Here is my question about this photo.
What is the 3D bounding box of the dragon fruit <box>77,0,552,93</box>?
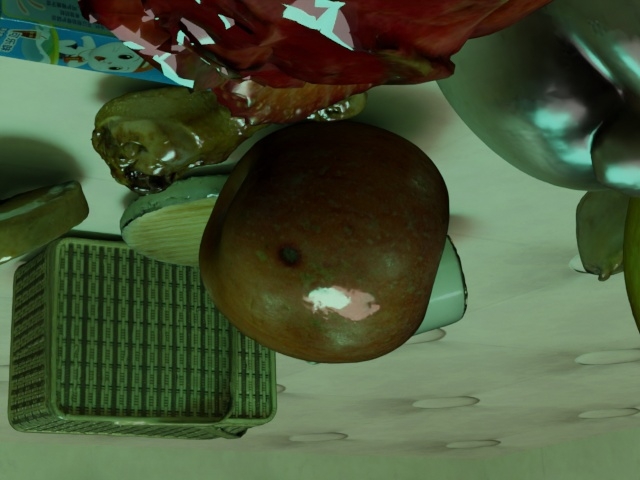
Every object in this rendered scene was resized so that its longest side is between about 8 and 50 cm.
[{"bbox_3d":[0.003,-0.196,0.514,0.301,0.296,0.295,-12,162,17],"label":"dragon fruit"}]

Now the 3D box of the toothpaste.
[{"bbox_3d":[-0.128,-0.157,1.016,0.266,0.050,0.065,6,158,-31],"label":"toothpaste"}]

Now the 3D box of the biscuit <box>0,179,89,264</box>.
[{"bbox_3d":[-0.393,0.013,1.360,0.343,0.057,0.287,-22,-171,10],"label":"biscuit"}]

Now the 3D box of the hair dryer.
[{"bbox_3d":[0.030,0.072,1.690,0.203,0.128,0.362,-16,180,-16],"label":"hair dryer"}]

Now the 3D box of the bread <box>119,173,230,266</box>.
[{"bbox_3d":[-0.095,-0.022,1.487,0.266,0.041,0.267,-4,163,-1],"label":"bread"}]

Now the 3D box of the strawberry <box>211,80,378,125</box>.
[{"bbox_3d":[-0.019,-0.168,0.935,0.175,0.107,0.236,-43,158,2],"label":"strawberry"}]

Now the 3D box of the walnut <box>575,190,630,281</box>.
[{"bbox_3d":[0.383,-0.030,1.391,0.204,0.141,0.238,-27,153,27],"label":"walnut"}]

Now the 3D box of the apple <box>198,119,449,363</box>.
[{"bbox_3d":[0.000,0.000,1.256,0.253,0.254,0.253,-3,163,-1],"label":"apple"}]

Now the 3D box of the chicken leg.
[{"bbox_3d":[-0.083,-0.107,1.148,0.251,0.107,0.087,-13,119,9],"label":"chicken leg"}]

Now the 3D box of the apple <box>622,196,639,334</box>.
[{"bbox_3d":[0.450,-0.009,1.115,0.383,0.374,0.374,-7,164,-12],"label":"apple"}]

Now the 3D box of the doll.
[{"bbox_3d":[0.216,-0.146,0.661,0.370,0.226,0.215,-28,138,24],"label":"doll"}]

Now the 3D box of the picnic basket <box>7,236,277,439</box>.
[{"bbox_3d":[-0.210,0.125,1.643,0.312,0.228,0.175,8,163,-29],"label":"picnic basket"}]
